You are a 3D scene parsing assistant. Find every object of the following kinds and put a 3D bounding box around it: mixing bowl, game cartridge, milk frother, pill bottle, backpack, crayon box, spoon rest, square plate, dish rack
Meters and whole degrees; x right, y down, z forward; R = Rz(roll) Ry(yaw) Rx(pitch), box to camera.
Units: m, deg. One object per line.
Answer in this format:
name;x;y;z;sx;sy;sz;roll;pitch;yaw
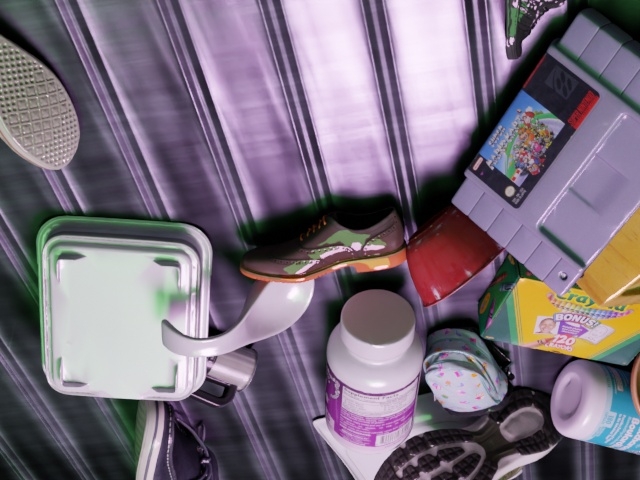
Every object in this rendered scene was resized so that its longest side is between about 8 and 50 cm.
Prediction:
mixing bowl;0.199;0.010;1.590;0.098;0.181;0.181;49;124;-2
game cartridge;0.349;-0.115;1.416;0.230;0.068;0.355;40;128;12
milk frother;-0.211;0.231;1.870;0.135;0.129;0.143;25;174;-22
pill bottle;0.093;0.229;1.796;0.169;0.169;0.301;1;135;0
backpack;0.259;0.237;1.841;0.152;0.115;0.182;-15;131;20
crayon box;0.427;0.111;1.730;0.279;0.081;0.165;11;135;-10
spoon rest;-0.121;0.124;1.678;0.276;0.084;0.137;-22;135;-28
square plate;0.206;0.438;2.096;0.347;0.049;0.344;-16;134;16
pill bottle;0.574;0.318;1.895;0.264;0.146;0.146;15;134;-14
dish rack;-0.328;0.129;1.691;0.286;0.072;0.332;4;116;-4

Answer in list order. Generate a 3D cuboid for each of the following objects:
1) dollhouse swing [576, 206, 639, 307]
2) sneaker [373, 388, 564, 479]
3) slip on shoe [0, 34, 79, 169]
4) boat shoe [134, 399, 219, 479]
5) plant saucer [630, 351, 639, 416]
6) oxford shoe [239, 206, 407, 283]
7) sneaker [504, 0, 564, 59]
dollhouse swing;0.530;-0.109;1.519;0.315;0.305;0.347;49;130;12
sneaker;0.272;0.434;1.924;0.410;0.158;0.182;-17;148;-25
slip on shoe;-0.456;-0.218;1.402;0.101;0.123;0.331;8;153;42
boat shoe;-0.282;0.453;2.034;0.156;0.186;0.500;-3;141;-3
plant saucer;0.636;0.258;1.825;0.200;0.199;0.037;16;169;-15
oxford shoe;0.000;0.000;1.632;0.271;0.097;0.098;-10;118;2
sneaker;0.283;-0.309;1.321;0.089;0.051;0.170;-1;133;9
